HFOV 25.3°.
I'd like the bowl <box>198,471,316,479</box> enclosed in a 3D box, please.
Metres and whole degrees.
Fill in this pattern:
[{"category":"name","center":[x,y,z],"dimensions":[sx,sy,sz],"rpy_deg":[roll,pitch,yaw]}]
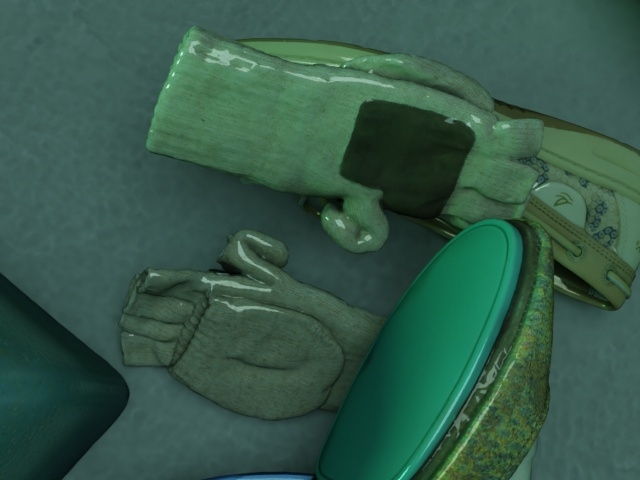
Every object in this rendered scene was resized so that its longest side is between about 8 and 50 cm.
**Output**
[{"category":"bowl","center":[-0.029,0.322,0.773],"dimensions":[0.391,0.077,0.391],"rpy_deg":[1,83,-7]}]

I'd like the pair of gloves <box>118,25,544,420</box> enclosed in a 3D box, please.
[{"category":"pair of gloves","center":[0.000,0.000,0.775],"dimensions":[0.204,0.042,0.240],"rpy_deg":[9,124,-9]}]

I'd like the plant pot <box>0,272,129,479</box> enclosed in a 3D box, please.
[{"category":"plant pot","center":[-0.261,0.084,0.687],"dimensions":[0.247,0.252,0.248],"rpy_deg":[41,80,-1]}]

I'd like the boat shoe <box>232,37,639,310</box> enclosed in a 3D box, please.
[{"category":"boat shoe","center":[0.059,-0.040,0.818],"dimensions":[0.285,0.104,0.089],"rpy_deg":[16,78,-6]}]

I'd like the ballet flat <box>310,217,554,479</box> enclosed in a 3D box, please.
[{"category":"ballet flat","center":[0.037,0.155,0.718],"dimensions":[0.123,0.123,0.348],"rpy_deg":[32,79,-2]}]
